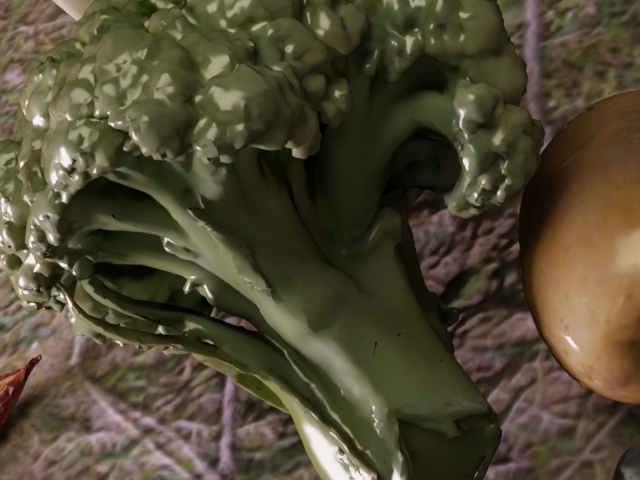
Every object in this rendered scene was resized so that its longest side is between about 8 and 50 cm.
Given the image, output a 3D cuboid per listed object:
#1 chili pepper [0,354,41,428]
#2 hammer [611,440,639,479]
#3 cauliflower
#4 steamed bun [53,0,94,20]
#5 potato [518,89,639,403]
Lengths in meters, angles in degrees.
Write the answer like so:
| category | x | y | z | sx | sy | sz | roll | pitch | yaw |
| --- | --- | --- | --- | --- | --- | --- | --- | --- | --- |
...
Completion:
| category | x | y | z | sx | sy | sz | roll | pitch | yaw |
| --- | --- | --- | --- | --- | --- | --- | --- | --- | --- |
| chili pepper | -0.220 | 0.130 | 1.046 | 0.178 | 0.027 | 0.045 | -49 | 47 | -11 |
| hammer | 0.029 | 0.215 | 0.749 | 0.365 | 0.111 | 0.043 | -36 | 36 | 6 |
| cauliflower | -0.002 | -0.023 | 0.867 | 0.281 | 0.327 | 0.260 | 35 | 108 | 11 |
| steamed bun | -0.127 | -0.246 | 1.221 | 0.200 | 0.155 | 0.250 | -32 | 36 | 1 |
| potato | 0.148 | -0.001 | 0.853 | 0.109 | 0.118 | 0.178 | 14 | 34 | -7 |
